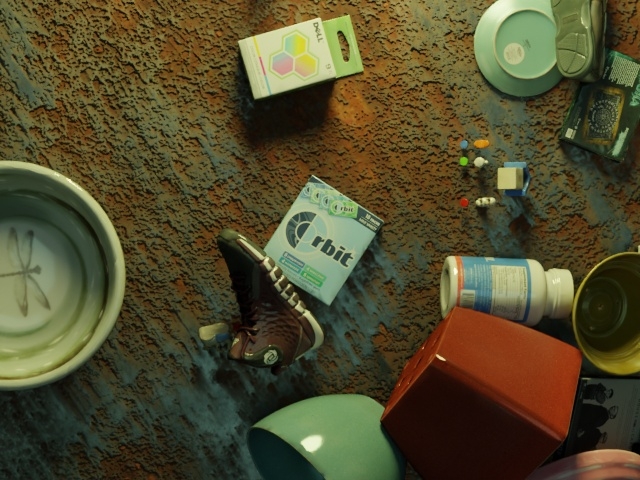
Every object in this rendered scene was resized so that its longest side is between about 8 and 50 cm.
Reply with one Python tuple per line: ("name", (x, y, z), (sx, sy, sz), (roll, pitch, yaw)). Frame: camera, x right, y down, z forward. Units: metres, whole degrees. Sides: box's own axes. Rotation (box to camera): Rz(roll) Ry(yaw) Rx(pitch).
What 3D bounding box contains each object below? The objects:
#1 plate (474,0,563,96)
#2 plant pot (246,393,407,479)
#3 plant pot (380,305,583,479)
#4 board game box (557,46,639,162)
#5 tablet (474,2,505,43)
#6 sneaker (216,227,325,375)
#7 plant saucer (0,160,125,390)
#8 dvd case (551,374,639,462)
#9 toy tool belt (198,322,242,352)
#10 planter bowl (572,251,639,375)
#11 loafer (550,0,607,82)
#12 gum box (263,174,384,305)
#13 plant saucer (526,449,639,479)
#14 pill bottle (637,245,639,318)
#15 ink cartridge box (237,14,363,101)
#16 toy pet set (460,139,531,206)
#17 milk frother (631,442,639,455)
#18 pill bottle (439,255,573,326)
("plate", (0.373, -0.355, 1.910), (0.188, 0.024, 0.188), (-1, 96, -6))
("plant pot", (0.039, 0.382, 1.842), (0.195, 0.290, 0.290), (-38, 95, -26))
("plant pot", (0.261, 0.272, 1.796), (0.236, 0.267, 0.267), (35, 122, 1))
("board game box", (0.526, -0.249, 1.928), (0.126, 0.026, 0.186), (22, 92, -4))
("tablet", (0.325, -0.385, 1.919), (0.054, 0.006, 0.083), (39, 92, -5))
("sneaker", (-0.123, 0.125, 1.839), (0.162, 0.106, 0.281), (-44, 110, -17))
("plant saucer", (-0.541, 0.060, 1.858), (0.401, 0.100, 0.400), (0, 93, -3))
("dvd case", (0.508, 0.331, 1.895), (0.239, 0.030, 0.179), (8, 94, -44))
("toy tool belt", (-0.178, 0.178, 1.915), (0.083, 0.052, 0.051), (-9, 132, 1))
("planter bowl", (0.517, 0.123, 1.862), (0.217, 0.090, 0.217), (-2, 96, -19))
("loafer", (0.470, -0.412, 1.889), (0.084, 0.096, 0.267), (10, 81, -45))
("gum box", (0.000, 0.000, 1.910), (0.157, 0.041, 0.184), (33, 91, -4))
("plant saucer", (0.437, 0.491, 1.843), (0.332, 0.084, 0.332), (-10, 138, -9))
("pill bottle", (0.616, 0.084, 1.925), (0.086, 0.086, 0.151), (-2, 93, -3))
("ink cartridge box", (-0.033, -0.327, 1.876), (0.209, 0.062, 0.108), (-16, 94, -2))
("toy pet set", (0.319, -0.121, 1.922), (0.114, 0.065, 0.122), (1, 91, 32))
("milk frother", (0.641, 0.433, 1.923), (0.129, 0.135, 0.143), (-10, 101, -6))
("pill bottle", (0.333, 0.093, 1.893), (0.222, 0.124, 0.124), (3, 94, -4))
